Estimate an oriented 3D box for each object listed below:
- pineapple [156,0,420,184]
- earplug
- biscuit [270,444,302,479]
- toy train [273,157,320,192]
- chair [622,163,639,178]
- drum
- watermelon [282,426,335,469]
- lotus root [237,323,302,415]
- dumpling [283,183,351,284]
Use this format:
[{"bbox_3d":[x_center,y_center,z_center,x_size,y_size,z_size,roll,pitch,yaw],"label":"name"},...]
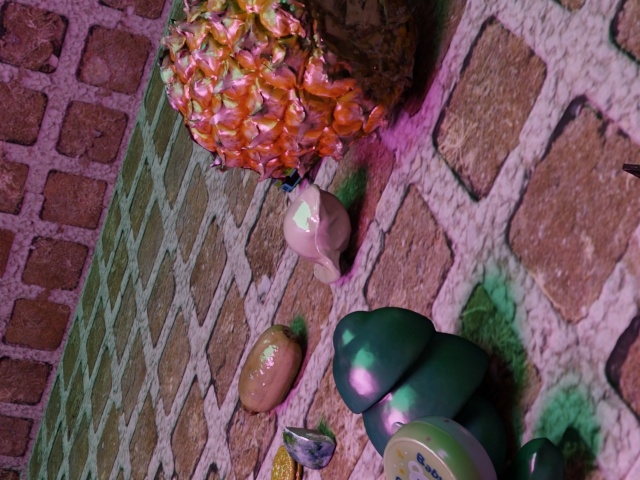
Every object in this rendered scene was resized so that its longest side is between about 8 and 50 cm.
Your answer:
[{"bbox_3d":[-0.037,-0.269,1.437,0.300,0.352,0.352,-29,52,49],"label":"pineapple"},{"bbox_3d":[0.118,0.185,1.075,0.164,0.280,0.257,-49,-6,10],"label":"earplug"},{"bbox_3d":[-0.053,0.357,1.568,0.084,0.023,0.084,-170,90,-68],"label":"biscuit"},{"bbox_3d":[-0.014,-0.154,1.700,0.209,0.042,0.044,-49,15,48],"label":"toy train"},{"bbox_3d":[0.313,0.000,0.813,0.212,0.084,0.101,18,92,67],"label":"chair"},{"bbox_3d":[0.114,0.281,1.006,0.130,0.049,0.253,31,134,37],"label":"drum"},{"bbox_3d":[-0.008,0.294,1.483,0.085,0.085,0.061,-57,1,40],"label":"watermelon"},{"bbox_3d":[-0.089,0.218,1.649,0.183,0.077,0.090,-62,27,31],"label":"lotus root"},{"bbox_3d":[-0.001,-0.001,1.530,0.169,0.100,0.134,-50,50,52],"label":"dumpling"}]
